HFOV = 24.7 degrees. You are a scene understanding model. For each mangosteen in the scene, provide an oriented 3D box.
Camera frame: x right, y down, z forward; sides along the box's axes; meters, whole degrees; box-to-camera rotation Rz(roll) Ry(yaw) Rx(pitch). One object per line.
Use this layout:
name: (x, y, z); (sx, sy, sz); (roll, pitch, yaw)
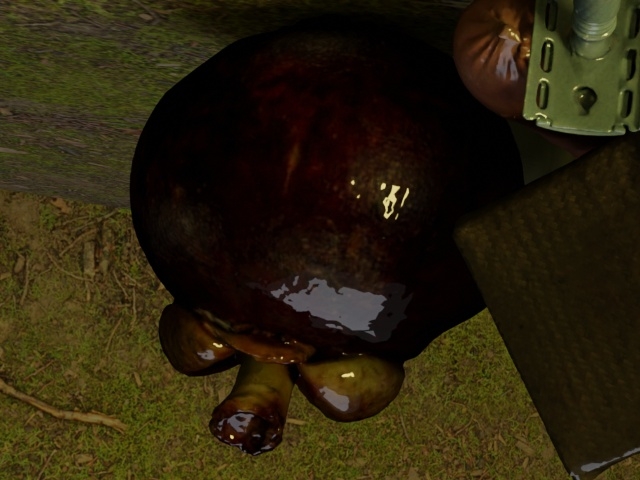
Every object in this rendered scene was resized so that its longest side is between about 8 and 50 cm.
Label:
mangosteen: (0.008, -0.017, 1.073); (0.297, 0.293, 0.297); (-17, 176, -1)

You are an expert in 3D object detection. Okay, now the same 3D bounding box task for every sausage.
sausage: (0.176, -0.102, 1.009); (0.088, 0.087, 0.433); (5, 176, 24)

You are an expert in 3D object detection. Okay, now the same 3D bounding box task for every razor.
razor: (0.141, -0.138, 0.714); (0.068, 0.106, 0.232); (6, 166, 8)

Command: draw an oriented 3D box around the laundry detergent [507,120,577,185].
laundry detergent: (0.151, -0.071, 1.377); (0.181, 0.091, 0.253); (6, 176, 31)

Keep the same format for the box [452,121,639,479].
box: (0.235, 0.021, 0.930); (0.143, 0.184, 0.273); (-30, 171, 36)
